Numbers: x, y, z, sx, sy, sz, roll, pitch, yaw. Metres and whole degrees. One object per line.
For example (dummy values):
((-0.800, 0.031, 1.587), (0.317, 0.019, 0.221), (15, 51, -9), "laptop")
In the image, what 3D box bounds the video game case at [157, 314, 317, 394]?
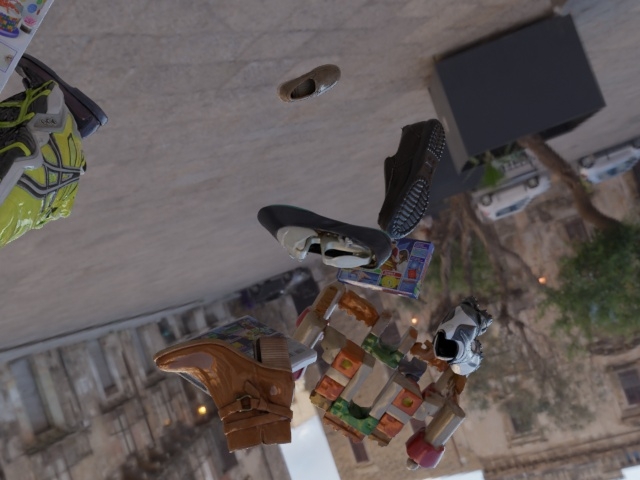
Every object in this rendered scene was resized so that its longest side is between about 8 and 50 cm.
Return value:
((-0.139, 0.195, 1.150), (0.183, 0.023, 0.201), (21, -152, 39), "video game case")

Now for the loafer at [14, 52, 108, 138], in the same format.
((-0.650, -0.348, 1.647), (0.095, 0.302, 0.109), (-50, 163, -16), "loafer")

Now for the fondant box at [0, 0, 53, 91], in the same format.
((-0.706, -0.461, 1.370), (0.330, 0.238, 0.096), (-57, -148, 5), "fondant box")

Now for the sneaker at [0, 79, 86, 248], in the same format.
((-0.377, -0.067, 0.868), (0.145, 0.147, 0.385), (-17, -145, 14), "sneaker")

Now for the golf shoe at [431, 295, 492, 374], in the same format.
((0.217, 0.171, 1.123), (0.093, 0.077, 0.198), (-31, 143, -19), "golf shoe")

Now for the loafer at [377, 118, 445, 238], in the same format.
((0.143, -0.104, 1.151), (0.078, 0.220, 0.080), (11, 159, 38), "loafer")

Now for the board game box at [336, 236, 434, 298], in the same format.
((0.151, 0.052, 1.604), (0.201, 0.136, 0.035), (11, 157, 30), "board game box")

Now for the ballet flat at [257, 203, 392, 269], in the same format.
((0.000, 0.000, 0.966), (0.203, 0.074, 0.074), (14, -178, 7), "ballet flat")

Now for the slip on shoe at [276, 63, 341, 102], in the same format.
((-0.014, -0.288, 1.255), (0.135, 0.052, 0.041), (-23, -153, -24), "slip on shoe")

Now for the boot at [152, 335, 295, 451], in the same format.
((-0.130, 0.213, 0.940), (0.197, 0.153, 0.073), (-2, 163, -9), "boot")

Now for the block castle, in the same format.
((0.123, 0.325, 1.645), (0.213, 0.453, 0.303), (-59, 177, 23), "block castle")
